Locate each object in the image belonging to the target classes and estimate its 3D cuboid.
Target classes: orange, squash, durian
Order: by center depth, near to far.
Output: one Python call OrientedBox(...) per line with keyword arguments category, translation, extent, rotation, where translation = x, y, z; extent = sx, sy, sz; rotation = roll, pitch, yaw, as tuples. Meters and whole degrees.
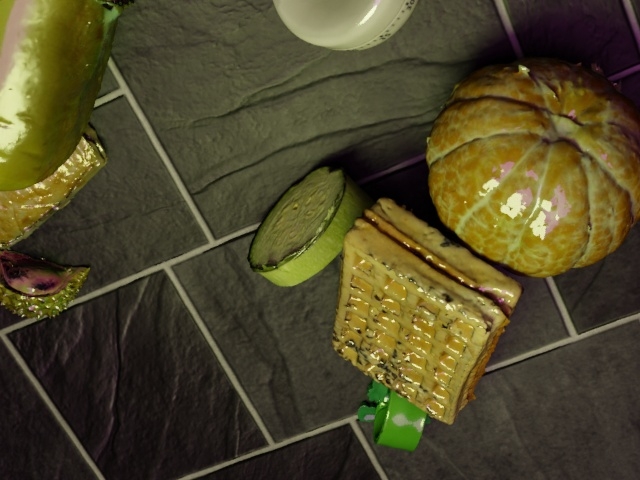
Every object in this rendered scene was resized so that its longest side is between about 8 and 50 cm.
OrientedBox(category="orange", translation=(0.312, -0.110, 1.535), extent=(0.329, 0.329, 0.249), rotation=(8, 154, -1))
OrientedBox(category="squash", translation=(-0.008, -0.001, 1.665), extent=(0.220, 0.220, 0.133), rotation=(-35, 110, 18))
OrientedBox(category="durian", translation=(-0.496, 0.094, 1.799), extent=(0.186, 0.108, 0.119), rotation=(13, 116, -3))

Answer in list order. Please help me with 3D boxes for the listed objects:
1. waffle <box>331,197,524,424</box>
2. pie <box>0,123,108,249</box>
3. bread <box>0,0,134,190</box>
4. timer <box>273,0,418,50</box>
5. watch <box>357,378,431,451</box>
OrientedBox(category="waffle", translation=(0.152, 0.120, 1.634), extent=(0.261, 0.114, 0.376), rotation=(31, 152, 15))
OrientedBox(category="pie", translation=(-0.472, -0.091, 1.731), extent=(0.282, 0.068, 0.128), rotation=(-36, 108, 20))
OrientedBox(category="bread", translation=(-0.416, -0.253, 1.536), extent=(0.208, 0.251, 0.377), rotation=(23, 105, -7))
OrientedBox(category="timer", translation=(0.021, -0.380, 1.464), extent=(0.233, 0.240, 0.234), rotation=(0, 90, 38))
OrientedBox(category="watch", translation=(0.141, 0.301, 1.839), extent=(0.131, 0.152, 0.165), rotation=(14, 115, -6))
